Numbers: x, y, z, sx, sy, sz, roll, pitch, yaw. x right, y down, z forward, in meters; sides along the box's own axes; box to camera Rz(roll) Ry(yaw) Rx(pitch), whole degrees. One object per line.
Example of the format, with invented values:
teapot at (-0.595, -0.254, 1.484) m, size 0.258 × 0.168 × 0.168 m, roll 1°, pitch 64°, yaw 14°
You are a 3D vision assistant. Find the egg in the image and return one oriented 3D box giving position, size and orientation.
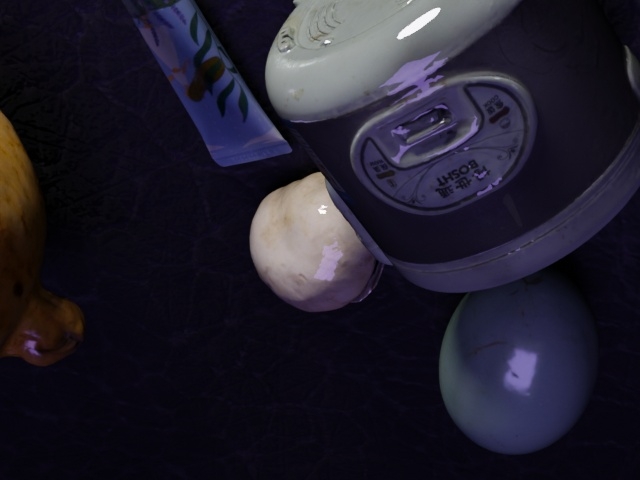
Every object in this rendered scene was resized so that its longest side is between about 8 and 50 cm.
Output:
egg at (0.213, 0.128, 1.144) m, size 0.168 × 0.168 × 0.231 m, roll 10°, pitch 126°, yaw 4°

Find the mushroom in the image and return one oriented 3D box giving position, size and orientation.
mushroom at (0.000, 0.000, 1.122) m, size 0.154 × 0.122 × 0.154 m, roll 9°, pitch 104°, yaw 40°

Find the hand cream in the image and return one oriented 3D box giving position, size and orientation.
hand cream at (-0.123, -0.178, 1.049) m, size 0.091 × 0.058 × 0.271 m, roll -11°, pitch 130°, yaw 24°

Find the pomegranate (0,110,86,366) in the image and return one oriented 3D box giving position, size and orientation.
pomegranate at (-0.429, 0.018, 1.070) m, size 0.410 × 0.410 × 0.410 m, roll 6°, pitch 129°, yaw 7°

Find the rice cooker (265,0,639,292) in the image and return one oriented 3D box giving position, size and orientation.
rice cooker at (0.119, -0.116, 0.903) m, size 0.288 × 0.288 × 0.277 m, roll -22°, pitch 120°, yaw 27°
